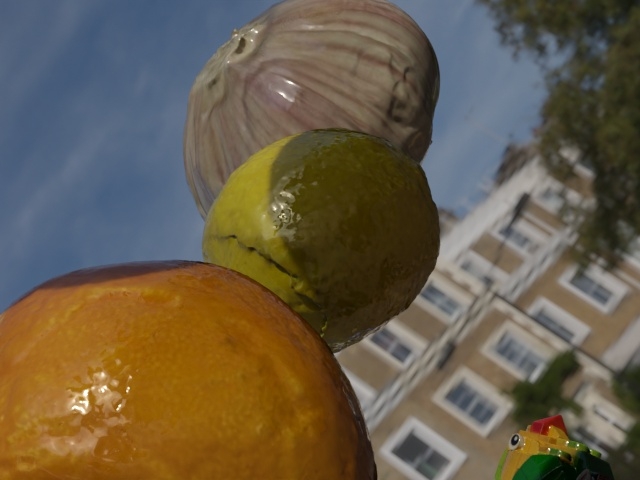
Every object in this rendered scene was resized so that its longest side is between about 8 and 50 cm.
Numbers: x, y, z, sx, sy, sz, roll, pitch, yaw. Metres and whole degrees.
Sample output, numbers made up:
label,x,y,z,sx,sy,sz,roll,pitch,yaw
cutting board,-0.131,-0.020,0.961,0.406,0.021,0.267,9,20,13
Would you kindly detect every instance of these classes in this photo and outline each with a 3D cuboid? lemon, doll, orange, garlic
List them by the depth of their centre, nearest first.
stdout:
label,x,y,z,sx,sy,sz,roll,pitch,yaw
orange,-0.095,0.138,0.810,0.261,0.261,0.261,-47,-21,-25
lemon,0.003,-0.001,1.089,0.193,0.180,0.180,-14,-33,-12
doll,0.249,0.271,1.473,0.134,0.106,0.186,-57,26,16
garlic,-0.015,-0.131,1.481,0.259,0.317,0.317,32,-88,-33
